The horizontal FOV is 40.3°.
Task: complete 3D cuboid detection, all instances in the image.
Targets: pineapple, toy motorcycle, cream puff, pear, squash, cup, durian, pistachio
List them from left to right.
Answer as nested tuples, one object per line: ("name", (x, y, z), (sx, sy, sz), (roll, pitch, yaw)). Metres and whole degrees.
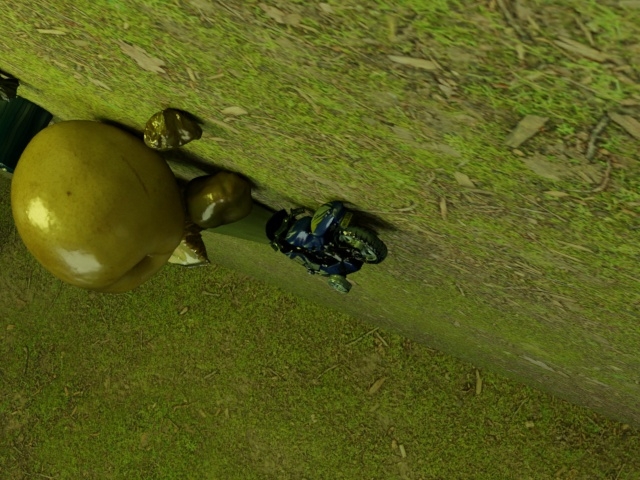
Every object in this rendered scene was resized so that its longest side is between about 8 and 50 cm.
("pineapple", (-0.602, -0.286, 1.503), (0.159, 0.074, 0.074), (19, 175, -32))
("cup", (-0.607, -0.206, 1.751), (0.150, 0.138, 0.113), (31, 169, -40))
("pear", (-0.398, -0.058, 1.560), (0.314, 0.314, 0.314), (23, 172, 4))
("durian", (-0.346, -0.071, 1.888), (0.305, 0.185, 0.195), (24, 149, 49))
("cream puff", (-0.215, -0.161, 1.250), (0.083, 0.083, 0.058), (-145, 36, -76))
("pistachio", (-0.186, -0.069, 1.561), (0.100, 0.110, 0.189), (56, 159, -20))
("squash", (-0.124, -0.028, 1.721), (0.224, 0.094, 0.094), (22, 173, -21))
("toy motorcycle", (0.000, 0.000, 1.482), (0.169, 0.113, 0.315), (35, 160, -12))
